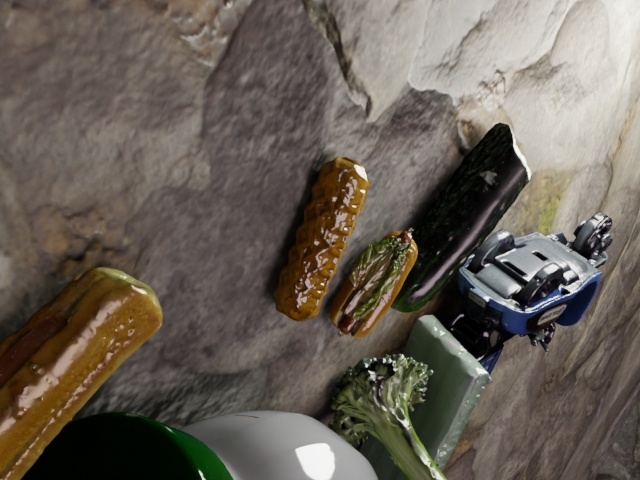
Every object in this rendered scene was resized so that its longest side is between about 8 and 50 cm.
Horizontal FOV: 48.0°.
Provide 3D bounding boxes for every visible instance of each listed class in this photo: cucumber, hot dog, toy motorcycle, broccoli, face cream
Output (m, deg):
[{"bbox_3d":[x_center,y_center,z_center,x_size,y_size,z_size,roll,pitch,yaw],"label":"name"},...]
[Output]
[{"bbox_3d":[0.152,-0.019,0.795,0.241,0.074,0.074,-52,144,-8],"label":"cucumber"},{"bbox_3d":[-0.214,0.130,0.456,0.286,0.061,0.088,-46,143,-17],"label":"hot dog"},{"bbox_3d":[0.055,0.041,0.733,0.133,0.056,0.041,-56,175,-5],"label":"hot dog"},{"bbox_3d":[0.286,0.076,0.995,0.358,0.125,0.213,-17,135,-42],"label":"toy motorcycle"},{"bbox_3d":[0.094,0.222,0.790,0.122,0.204,0.118,-4,142,-43],"label":"broccoli"},{"bbox_3d":[-0.082,0.289,0.598,0.312,0.219,0.357,-53,144,-8],"label":"face cream"}]

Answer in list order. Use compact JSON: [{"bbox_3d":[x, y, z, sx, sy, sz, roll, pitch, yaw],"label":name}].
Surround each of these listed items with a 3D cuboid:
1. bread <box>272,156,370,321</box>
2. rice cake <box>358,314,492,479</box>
[{"bbox_3d":[0.000,0.000,0.642,0.052,0.044,0.157,7,109,-50],"label":"bread"},{"bbox_3d":[0.118,0.219,0.883,0.043,0.127,0.237,7,115,-38],"label":"rice cake"}]
